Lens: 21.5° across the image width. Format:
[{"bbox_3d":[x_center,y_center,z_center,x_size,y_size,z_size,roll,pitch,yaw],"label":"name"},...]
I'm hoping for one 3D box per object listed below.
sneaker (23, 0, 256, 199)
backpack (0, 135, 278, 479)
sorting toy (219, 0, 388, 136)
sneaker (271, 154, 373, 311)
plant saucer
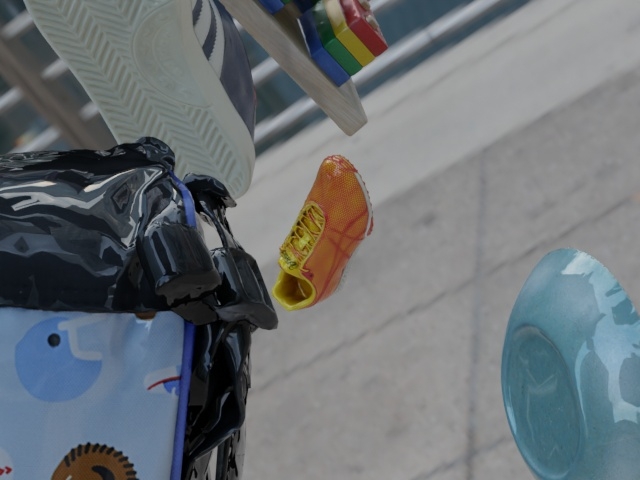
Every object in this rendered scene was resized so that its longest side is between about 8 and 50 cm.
[{"bbox_3d":[-0.143,-0.191,1.333,0.131,0.350,0.148,-9,41,11],"label":"sneaker"},{"bbox_3d":[-0.121,0.101,0.628,0.213,0.263,0.276,-4,8,-4],"label":"backpack"},{"bbox_3d":[-0.037,-0.265,1.623,0.089,0.257,0.255,-38,30,13],"label":"sorting toy"},{"bbox_3d":[0.000,0.000,1.458,0.067,0.175,0.064,-27,56,-35],"label":"sneaker"},{"bbox_3d":[0.159,0.103,1.098,0.037,0.195,0.195,-9,13,-21],"label":"plant saucer"}]
